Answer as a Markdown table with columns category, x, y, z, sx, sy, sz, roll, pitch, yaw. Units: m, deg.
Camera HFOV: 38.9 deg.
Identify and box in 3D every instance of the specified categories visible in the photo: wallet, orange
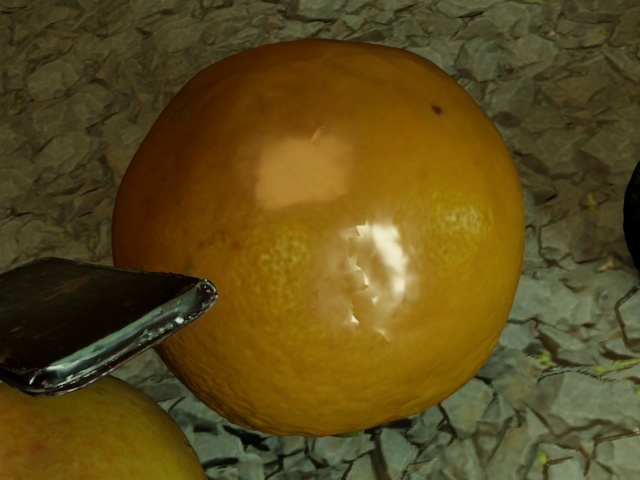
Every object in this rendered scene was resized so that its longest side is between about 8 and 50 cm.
| category | x | y | z | sx | sy | sz | roll | pitch | yaw |
| --- | --- | --- | --- | --- | --- | --- | --- | --- | --- |
| wallet | -0.170 | 0.048 | 0.564 | 0.122 | 0.031 | 0.232 | -28 | 21 | -34 |
| orange | 0.000 | 0.000 | 0.680 | 0.312 | 0.312 | 0.312 | -7 | 52 | 10 |

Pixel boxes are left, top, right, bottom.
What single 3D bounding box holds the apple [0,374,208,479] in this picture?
| category | x | y | z | sx | sy | sz | roll | pitch | yaw |
| --- | --- | --- | --- | --- | --- | --- | --- | --- | --- |
| apple | -0.214 | 0.219 | 0.598 | 0.299 | 0.275 | 0.299 | -8 | 57 | 13 |

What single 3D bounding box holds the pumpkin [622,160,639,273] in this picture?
| category | x | y | z | sx | sy | sz | roll | pitch | yaw |
| --- | --- | --- | --- | --- | --- | --- | --- | --- | --- |
| pumpkin | 0.340 | -0.024 | 0.711 | 0.202 | 0.140 | 0.202 | -18 | 38 | 14 |
